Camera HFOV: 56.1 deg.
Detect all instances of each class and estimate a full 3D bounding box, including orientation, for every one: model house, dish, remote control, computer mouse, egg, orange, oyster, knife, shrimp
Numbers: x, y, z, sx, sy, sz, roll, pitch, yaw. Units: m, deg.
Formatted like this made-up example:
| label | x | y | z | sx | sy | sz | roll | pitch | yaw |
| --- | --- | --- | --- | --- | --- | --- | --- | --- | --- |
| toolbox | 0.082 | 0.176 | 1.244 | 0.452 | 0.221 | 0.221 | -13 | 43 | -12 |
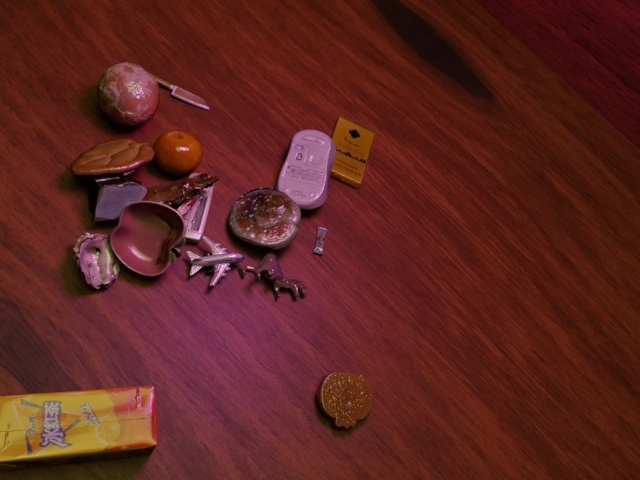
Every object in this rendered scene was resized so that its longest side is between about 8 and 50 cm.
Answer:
| label | x | y | z | sx | sy | sz | roll | pitch | yaw |
| --- | --- | --- | --- | --- | --- | --- | --- | --- | --- |
| model house | -0.604 | -0.138 | 1.760 | 0.165 | 0.106 | 0.152 | -10 | 27 | -31 |
| dish | -0.480 | -0.008 | 1.701 | 0.213 | 0.090 | 0.213 | 0 | 93 | -8 |
| remote control | -0.390 | -0.100 | 1.851 | 0.090 | 0.049 | 0.230 | 16 | 60 | -13 |
| computer mouse | -0.051 | -0.234 | 2.042 | 0.184 | 0.121 | 0.296 | 9 | 73 | -1 |
| egg | -0.603 | -0.458 | 1.892 | 0.195 | 0.195 | 0.233 | -11 | 52 | -29 |
| orange | -0.449 | -0.273 | 1.890 | 0.155 | 0.134 | 0.154 | 10 | 35 | -7 |
| oyster | -0.613 | 0.047 | 1.663 | 0.163 | 0.081 | 0.191 | 61 | 38 | -11 |
| knife | -0.500 | -0.513 | 2.072 | 0.256 | 0.022 | 0.046 | 25 | 47 | -13 |
| shrimp | -0.430 | -0.115 | 1.787 | 0.287 | 0.063 | 0.152 | -21 | 62 | -5 |

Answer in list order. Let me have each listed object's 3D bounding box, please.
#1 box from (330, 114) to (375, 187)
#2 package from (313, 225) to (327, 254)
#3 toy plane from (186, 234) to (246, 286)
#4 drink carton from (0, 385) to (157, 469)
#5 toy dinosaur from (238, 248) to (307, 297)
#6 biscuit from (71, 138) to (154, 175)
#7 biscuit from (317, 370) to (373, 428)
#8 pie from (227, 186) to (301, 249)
| label | x | y | z | sx | sy | sz | roll | pitch | yaw |
| --- | --- | --- | --- | --- | --- | --- | --- | --- | --- |
| box | 0.103 | -0.330 | 2.212 | 0.153 | 0.041 | 0.279 | 23 | 54 | -8 |
| package | 0.000 | 0.000 | 1.984 | 0.037 | 0.015 | 0.110 | 16 | 54 | -8 |
| toy plane | -0.307 | 0.060 | 1.780 | 0.171 | 0.065 | 0.162 | -2 | 66 | -28 |
| drink carton | -0.573 | 0.437 | 1.412 | 0.351 | 0.111 | 0.154 | 1 | 60 | -22 |
| toy dinosaur | -0.151 | 0.074 | 1.856 | 0.200 | 0.072 | 0.251 | -7 | 51 | -38 |
| biscuit | -0.622 | -0.249 | 1.791 | 0.203 | 0.041 | 0.260 | 28 | 41 | 28 |
| biscuit | 0.067 | 0.458 | 1.717 | 0.170 | 0.050 | 0.170 | 9 | 66 | -21 |
| pie | -0.177 | -0.069 | 1.890 | 0.241 | 0.054 | 0.240 | 2 | 56 | -2 |
